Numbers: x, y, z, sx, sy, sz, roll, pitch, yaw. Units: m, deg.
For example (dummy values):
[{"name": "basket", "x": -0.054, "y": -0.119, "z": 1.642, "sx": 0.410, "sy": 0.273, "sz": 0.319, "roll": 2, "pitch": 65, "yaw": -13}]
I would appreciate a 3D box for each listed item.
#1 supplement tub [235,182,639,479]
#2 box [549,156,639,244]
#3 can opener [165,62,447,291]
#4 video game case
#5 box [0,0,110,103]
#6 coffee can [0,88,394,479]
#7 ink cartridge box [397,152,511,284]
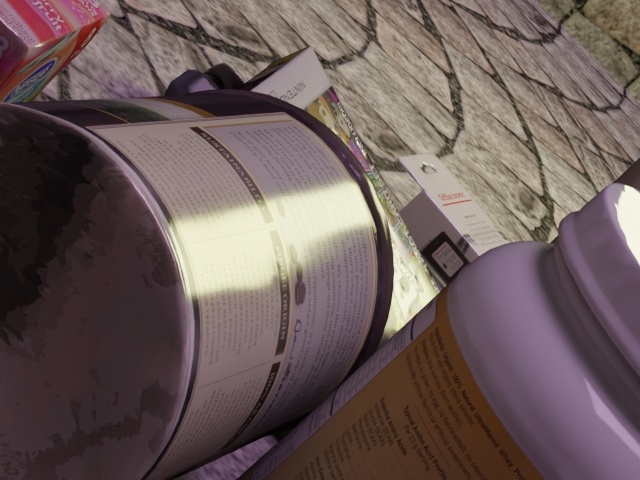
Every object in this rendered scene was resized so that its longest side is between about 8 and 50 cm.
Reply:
[{"name": "supplement tub", "x": 0.099, "y": 0.145, "z": 0.997, "sx": 0.228, "sy": 0.316, "sz": 0.228, "roll": 41, "pitch": 20, "yaw": -18}, {"name": "box", "x": 0.184, "y": 0.078, "z": 1.325, "sx": 0.148, "sy": 0.311, "sz": 0.121, "roll": 46, "pitch": 18, "yaw": -2}, {"name": "can opener", "x": -0.013, "y": -0.023, "z": 1.516, "sx": 0.280, "sy": 0.074, "sz": 0.093, "roll": 46, "pitch": 53, "yaw": 3}, {"name": "video game case", "x": 0.000, "y": 0.000, "z": 1.310, "sx": 0.232, "sy": 0.042, "sz": 0.210, "roll": 62, "pitch": 26, "yaw": -8}, {"name": "box", "x": -0.285, "y": -0.177, "z": 1.104, "sx": 0.300, "sy": 0.142, "sz": 0.154, "roll": 46, "pitch": 18, "yaw": -1}, {"name": "coffee can", "x": -0.100, "y": 0.025, "z": 0.993, "sx": 0.201, "sy": 0.201, "sz": 0.275, "roll": 50, "pitch": 19, "yaw": 10}, {"name": "ink cartridge box", "x": 0.121, "y": 0.010, "z": 1.718, "sx": 0.180, "sy": 0.060, "sz": 0.104, "roll": 51, "pitch": 20, "yaw": 11}]
